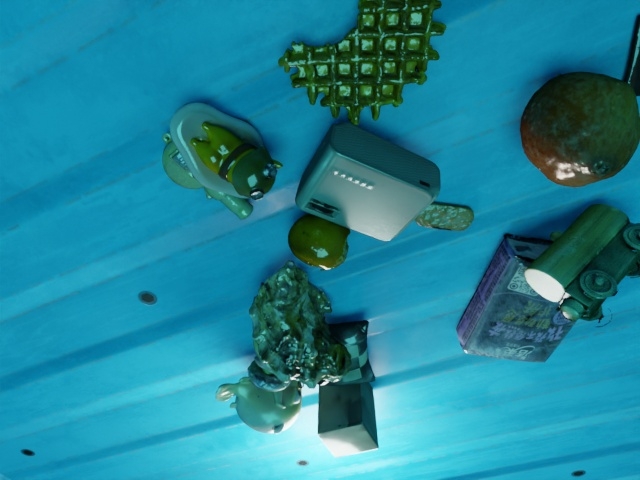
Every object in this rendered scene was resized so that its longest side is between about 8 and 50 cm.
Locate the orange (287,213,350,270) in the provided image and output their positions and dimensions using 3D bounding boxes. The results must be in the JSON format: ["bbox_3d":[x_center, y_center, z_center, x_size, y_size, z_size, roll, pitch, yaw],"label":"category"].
[{"bbox_3d":[0.000,0.000,1.037,0.157,0.156,0.134,27,92,-17],"label":"orange"}]

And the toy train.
[{"bbox_3d":[0.598,0.051,0.979,0.307,0.189,0.126,-39,135,-17],"label":"toy train"}]

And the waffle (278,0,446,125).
[{"bbox_3d":[0.088,-0.363,0.821,0.260,0.069,0.293,31,122,-24],"label":"waffle"}]

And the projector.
[{"bbox_3d":[0.097,-0.119,0.948,0.251,0.108,0.198,20,143,-13],"label":"projector"}]

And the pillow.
[{"bbox_3d":[0.063,0.333,1.302,0.186,0.106,0.249,-5,122,5],"label":"pillow"}]

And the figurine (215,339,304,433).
[{"bbox_3d":[-0.170,0.394,1.294,0.275,0.226,0.394,-4,120,-29],"label":"figurine"}]

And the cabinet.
[{"bbox_3d":[0.086,0.538,1.387,0.145,0.206,0.150,-19,123,15],"label":"cabinet"}]

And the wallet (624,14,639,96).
[{"bbox_3d":[0.630,-0.354,0.839,0.082,0.018,0.156,-6,125,6],"label":"wallet"}]

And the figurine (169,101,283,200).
[{"bbox_3d":[-0.183,-0.161,0.889,0.250,0.141,0.166,32,99,-34],"label":"figurine"}]

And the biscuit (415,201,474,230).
[{"bbox_3d":[0.299,-0.057,1.065,0.147,0.018,0.071,7,124,-2],"label":"biscuit"}]

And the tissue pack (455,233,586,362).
[{"bbox_3d":[0.544,0.170,1.166,0.259,0.122,0.361,9,128,-2],"label":"tissue pack"}]

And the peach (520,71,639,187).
[{"bbox_3d":[0.495,-0.200,0.828,0.233,0.232,0.232,1,126,1],"label":"peach"}]

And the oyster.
[{"bbox_3d":[-0.057,0.220,1.150,0.238,0.115,0.351,-14,99,-23],"label":"oyster"}]

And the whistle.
[{"bbox_3d":[-0.254,-0.142,0.991,0.126,0.067,0.258,-33,122,19],"label":"whistle"}]
